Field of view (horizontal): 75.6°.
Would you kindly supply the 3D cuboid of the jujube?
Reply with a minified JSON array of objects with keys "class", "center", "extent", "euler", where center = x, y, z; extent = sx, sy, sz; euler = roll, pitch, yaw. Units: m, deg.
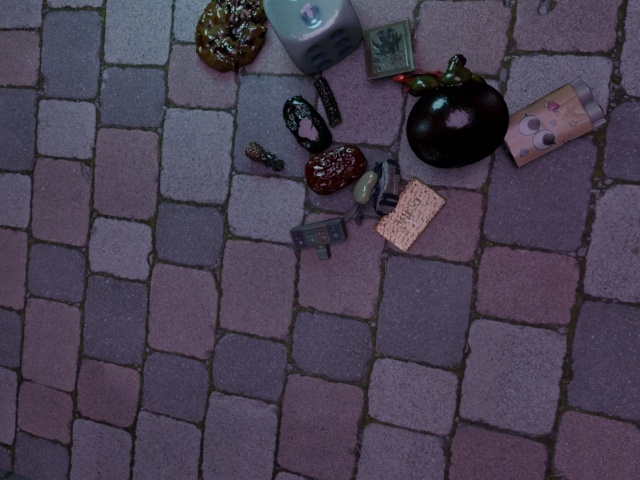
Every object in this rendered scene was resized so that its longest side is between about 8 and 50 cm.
[{"class":"jujube","center":[0.054,-0.263,1.513],"extent":[0.230,0.155,0.155],"euler":[-26,86,12]}]

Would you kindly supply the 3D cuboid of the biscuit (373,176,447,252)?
[{"class":"biscuit","center":[0.326,-0.094,1.510],"extent":[0.160,0.030,0.249],"euler":[38,101,11]}]

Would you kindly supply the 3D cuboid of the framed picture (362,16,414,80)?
[{"class":"framed picture","center":[0.242,-0.685,1.478],"extent":[0.173,0.010,0.231],"euler":[-8,72,15]}]

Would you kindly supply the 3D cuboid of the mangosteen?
[{"class":"mangosteen","center":[0.429,-0.387,1.326],"extent":[0.330,0.330,0.330],"euler":[1,93,14]}]

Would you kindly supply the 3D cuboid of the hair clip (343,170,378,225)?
[{"class":"hair clip","center":[0.145,-0.162,1.500],"extent":[0.071,0.159,0.218],"euler":[13,128,-18]}]

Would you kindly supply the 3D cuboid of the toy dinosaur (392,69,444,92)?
[{"class":"toy dinosaur","center":[0.391,-0.563,1.416],"extent":[0.286,0.139,0.070],"euler":[4,94,14]}]

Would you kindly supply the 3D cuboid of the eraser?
[{"class":"eraser","center":[0.746,-0.383,1.362],"extent":[0.291,0.087,0.171],"euler":[-28,87,14]}]

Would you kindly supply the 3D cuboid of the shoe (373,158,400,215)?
[{"class":"shoe","center":[0.226,-0.192,1.504],"extent":[0.106,0.092,0.207],"euler":[0,84,54]}]

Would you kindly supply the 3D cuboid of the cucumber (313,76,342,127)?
[{"class":"cucumber","center":[0.030,-0.523,1.555],"extent":[0.058,0.058,0.187],"euler":[-21,86,14]}]

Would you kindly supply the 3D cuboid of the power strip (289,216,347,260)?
[{"class":"power strip","center":[0.000,0.000,1.583],"extent":[0.216,0.061,0.145],"euler":[-10,102,22]}]

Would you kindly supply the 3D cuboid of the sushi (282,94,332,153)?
[{"class":"sushi","center":[-0.051,-0.432,1.542],"extent":[0.124,0.127,0.225],"euler":[-34,82,13]}]

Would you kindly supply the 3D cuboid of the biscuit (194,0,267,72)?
[{"class":"biscuit","center":[-0.356,-0.833,1.625],"extent":[0.289,0.081,0.334],"euler":[45,103,9]}]

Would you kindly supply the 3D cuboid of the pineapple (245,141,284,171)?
[{"class":"pineapple","center":[-0.217,-0.324,1.622],"extent":[0.159,0.074,0.074],"euler":[30,99,3]}]

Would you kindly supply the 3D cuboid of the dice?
[{"class":"dice","center":[-0.023,-0.774,1.445],"extent":[0.265,0.268,0.262],"euler":[-28,86,13]}]
